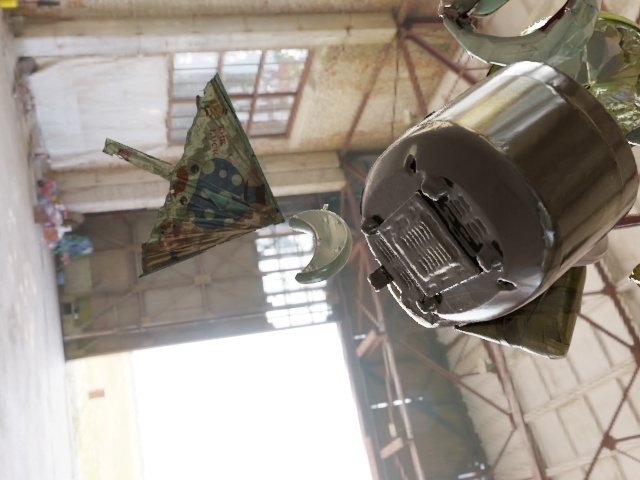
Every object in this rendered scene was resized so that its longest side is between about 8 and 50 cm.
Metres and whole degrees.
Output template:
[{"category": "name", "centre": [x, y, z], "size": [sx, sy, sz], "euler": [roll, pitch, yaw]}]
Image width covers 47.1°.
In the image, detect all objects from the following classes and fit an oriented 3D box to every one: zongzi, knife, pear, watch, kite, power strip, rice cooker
[{"category": "zongzi", "centre": [0.425, 0.120, 1.548], "size": [0.112, 0.242, 0.221], "euler": [40, 66, -62]}, {"category": "knife", "centre": [0.352, -0.014, 1.033], "size": [0.247, 0.035, 0.018], "euler": [-10, -108, 42]}, {"category": "pear", "centre": [0.545, -0.349, 1.561], "size": [0.399, 0.398, 0.165], "euler": [106, -3, -53]}, {"category": "watch", "centre": [0.355, -0.405, 1.287], "size": [0.253, 0.161, 0.241], "euler": [-36, -111, 42]}, {"category": "kite", "centre": [-0.234, -0.103, 1.333], "size": [0.014, 0.368, 0.406], "euler": [-32, 144, -80]}, {"category": "power strip", "centre": [0.000, 0.000, 1.940], "size": [0.054, 0.167, 0.253], "euler": [69, 11, -46]}, {"category": "rice cooker", "centre": [0.086, -0.020, 0.390], "size": [0.112, 0.106, 0.165], "euler": [52, -27, 5]}]

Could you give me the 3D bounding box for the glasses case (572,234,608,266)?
[{"category": "glasses case", "centre": [0.407, -0.003, 1.425], "size": [0.075, 0.296, 0.113], "euler": [94, -6, -58]}]

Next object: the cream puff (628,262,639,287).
[{"category": "cream puff", "centre": [0.728, 0.016, 1.335], "size": [0.257, 0.291, 0.325], "euler": [22, -55, 23]}]

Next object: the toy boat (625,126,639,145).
[{"category": "toy boat", "centre": [0.672, -0.177, 1.319], "size": [0.096, 0.206, 0.282], "euler": [45, 3, -26]}]

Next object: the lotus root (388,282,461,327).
[{"category": "lotus root", "centre": [0.232, 0.057, 1.500], "size": [0.192, 0.272, 0.272], "euler": [-47, -134, 38]}]
